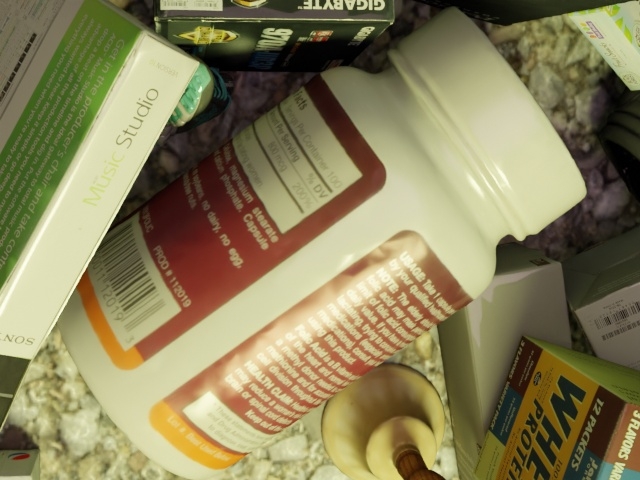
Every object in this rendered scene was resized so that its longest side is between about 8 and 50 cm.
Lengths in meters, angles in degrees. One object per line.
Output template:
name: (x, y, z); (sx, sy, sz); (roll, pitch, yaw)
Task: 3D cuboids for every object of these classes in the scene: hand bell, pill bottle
hand bell: (0.082, 0.199, 0.898); (0.126, 0.242, 0.126); (-1, 98, -9)
pill bottle: (0.000, 0.000, 0.838); (0.392, 0.224, 0.224); (-35, 102, 7)

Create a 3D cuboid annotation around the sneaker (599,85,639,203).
sneaker: (0.392, -0.059, 0.986); (0.295, 0.104, 0.147); (40, 92, -6)

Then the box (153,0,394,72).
box: (-0.049, -0.179, 0.834); (0.175, 0.220, 0.051); (-1, 90, -9)

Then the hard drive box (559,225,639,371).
hard drive box: (0.350, 0.095, 0.957); (0.181, 0.089, 0.232); (-25, 115, 11)

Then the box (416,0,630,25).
box: (0.032, -0.360, 0.692); (0.479, 0.472, 0.298); (14, 97, -11)

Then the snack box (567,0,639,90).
snack box: (0.269, -0.208, 0.898); (0.141, 0.037, 0.100); (29, 70, -46)

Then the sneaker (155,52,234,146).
sneaker: (-0.107, -0.130, 0.867); (0.076, 0.166, 0.065); (-23, 94, -18)

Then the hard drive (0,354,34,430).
hard drive: (-0.281, -0.022, 0.823); (0.064, 0.237, 0.339); (20, 96, -50)

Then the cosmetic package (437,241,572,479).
cosmetic package: (0.176, 0.130, 0.963); (0.107, 0.127, 0.238); (-13, 98, -7)

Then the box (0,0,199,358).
box: (-0.245, -0.096, 0.743); (0.058, 0.322, 0.232); (21, 103, -49)

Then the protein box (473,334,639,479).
protein box: (0.262, 0.187, 0.819); (0.199, 0.201, 0.136); (18, 95, -12)

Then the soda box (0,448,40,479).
soda box: (-0.296, 0.306, 0.938); (0.069, 0.074, 0.216); (1, 98, -9)
